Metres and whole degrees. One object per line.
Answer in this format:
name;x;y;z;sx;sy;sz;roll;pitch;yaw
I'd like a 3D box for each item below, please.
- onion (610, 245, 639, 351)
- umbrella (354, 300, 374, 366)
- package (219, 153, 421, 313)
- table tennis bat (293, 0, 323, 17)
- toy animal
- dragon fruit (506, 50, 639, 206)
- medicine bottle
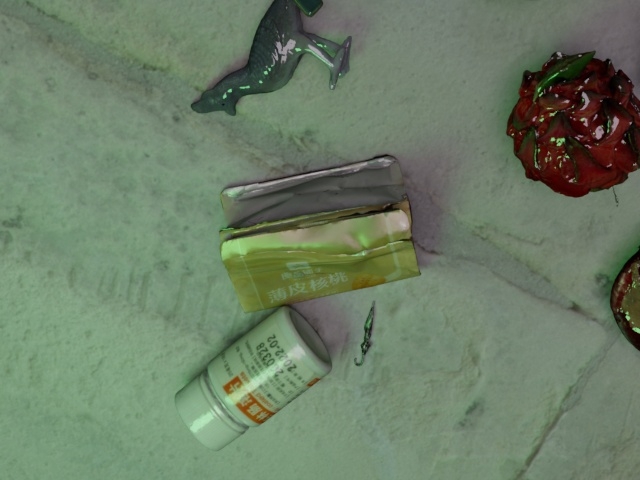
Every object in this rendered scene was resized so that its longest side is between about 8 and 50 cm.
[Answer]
onion;0.620;0.100;1.797;0.272;0.195;0.272;-2;112;-5
umbrella;0.083;0.164;1.905;0.022;0.013;0.122;20;105;17
package;-0.001;0.004;1.788;0.311;0.165;0.221;-10;104;3
table tennis bat;-0.102;-0.448;1.692;0.274;0.021;0.154;45;88;4
toy animal;-0.044;-0.320;1.744;0.206;0.081;0.367;31;104;8
dragon fruit;0.421;-0.159;1.726;0.234;0.234;0.293;-38;119;9
medicine bottle;-0.115;0.235;1.857;0.252;0.144;0.144;-35;101;10
